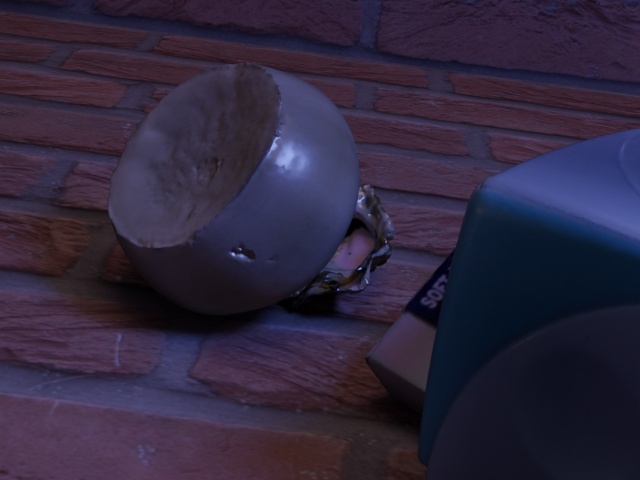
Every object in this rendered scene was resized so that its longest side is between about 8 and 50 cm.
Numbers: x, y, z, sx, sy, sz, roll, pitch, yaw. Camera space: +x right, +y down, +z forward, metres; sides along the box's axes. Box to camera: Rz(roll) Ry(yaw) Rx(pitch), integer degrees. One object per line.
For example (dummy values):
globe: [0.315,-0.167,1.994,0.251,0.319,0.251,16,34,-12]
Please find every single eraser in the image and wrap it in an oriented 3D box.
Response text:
eraser: [0.190,0.066,1.368,0.130,0.086,0.287,28,70,42]

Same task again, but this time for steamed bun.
steamed bun: [-0.094,-0.054,1.531,0.206,0.324,0.324,43,-5,-40]

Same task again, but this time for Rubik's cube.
Rubik's cube: [0.331,0.113,1.157,0.352,0.352,0.347,28,30,37]

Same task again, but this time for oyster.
oyster: [0.003,0.002,1.692,0.201,0.107,0.355,-11,33,9]
